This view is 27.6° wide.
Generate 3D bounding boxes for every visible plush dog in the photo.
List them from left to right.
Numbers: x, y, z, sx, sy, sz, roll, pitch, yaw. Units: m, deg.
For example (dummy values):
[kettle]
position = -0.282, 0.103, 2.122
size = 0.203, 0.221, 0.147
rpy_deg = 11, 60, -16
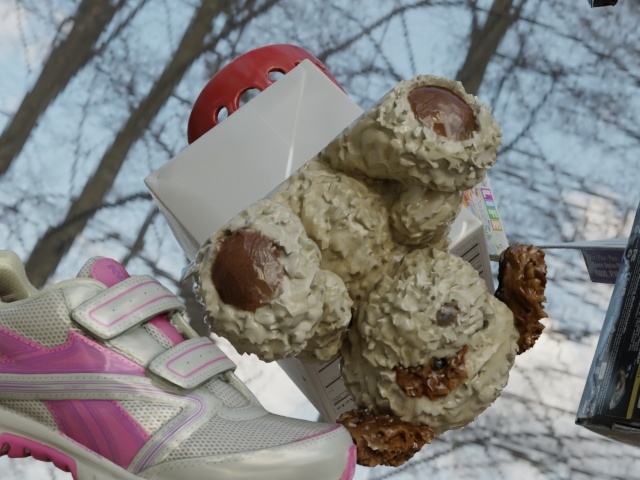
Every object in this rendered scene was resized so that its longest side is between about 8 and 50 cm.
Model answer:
[plush dog]
position = 0.044, 0.044, 0.952
size = 0.225, 0.262, 0.210
rpy_deg = 50, -23, -1

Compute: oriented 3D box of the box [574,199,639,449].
[box]
position = 0.352, -0.020, 1.005
size = 0.097, 0.394, 0.318
rpy_deg = 20, -9, -11

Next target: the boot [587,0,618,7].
[boot]
position = 0.366, -0.312, 1.341
size = 0.207, 0.246, 0.094
rpy_deg = -4, -58, 3

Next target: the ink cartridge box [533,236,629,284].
[ink cartridge box]
position = 0.476, 0.025, 1.593
size = 0.330, 0.071, 0.324
rpy_deg = -7, 3, -17

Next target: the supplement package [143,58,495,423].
[supplement package]
position = 0.000, 0.000, 1.224
size = 0.262, 0.204, 0.145
rpy_deg = 46, -11, 32

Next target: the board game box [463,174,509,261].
[board game box]
position = 0.214, -0.046, 1.854
size = 0.026, 0.154, 0.103
rpy_deg = -27, -19, 36

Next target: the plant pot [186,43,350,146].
[plant pot]
position = -0.033, -0.105, 1.498
size = 0.174, 0.191, 0.191
rpy_deg = 48, -4, 36

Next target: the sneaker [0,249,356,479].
[sneaker]
position = -0.100, 0.069, 0.666
size = 0.252, 0.111, 0.103
rpy_deg = 14, 2, 8
